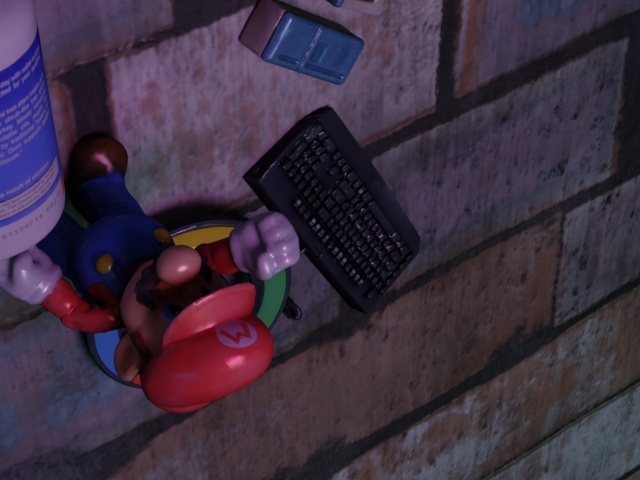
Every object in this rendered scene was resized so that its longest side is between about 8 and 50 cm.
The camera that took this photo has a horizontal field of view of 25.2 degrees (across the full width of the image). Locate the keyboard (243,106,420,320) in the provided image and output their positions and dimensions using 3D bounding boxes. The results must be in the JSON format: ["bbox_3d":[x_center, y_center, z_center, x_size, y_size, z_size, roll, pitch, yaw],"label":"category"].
[{"bbox_3d":[0.000,0.000,1.608,0.201,0.033,0.317,-45,142,-4],"label":"keyboard"}]

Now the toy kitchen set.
[{"bbox_3d":[0.056,-0.228,1.350,0.122,0.166,0.207,10,114,-49],"label":"toy kitchen set"}]

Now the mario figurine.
[{"bbox_3d":[-0.151,0.008,1.224,0.198,0.320,0.170,-51,143,2],"label":"mario figurine"}]

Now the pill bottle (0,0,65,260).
[{"bbox_3d":[-0.289,-0.124,1.113,0.152,0.152,0.272,-26,138,-27],"label":"pill bottle"}]

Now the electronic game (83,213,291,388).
[{"bbox_3d":[-0.136,0.067,1.492,0.229,0.048,0.229,-18,135,-19],"label":"electronic game"}]
